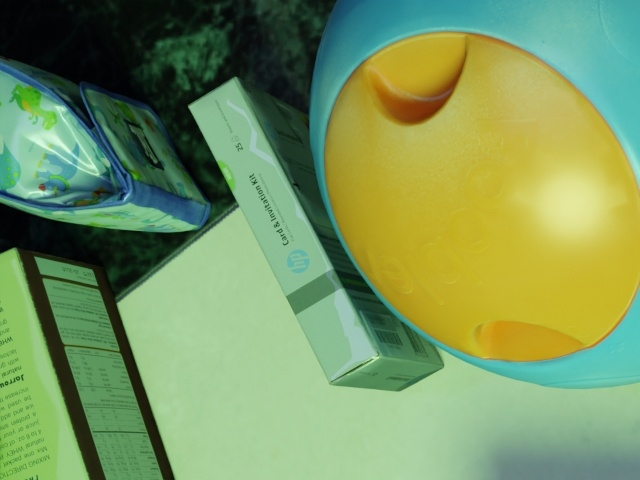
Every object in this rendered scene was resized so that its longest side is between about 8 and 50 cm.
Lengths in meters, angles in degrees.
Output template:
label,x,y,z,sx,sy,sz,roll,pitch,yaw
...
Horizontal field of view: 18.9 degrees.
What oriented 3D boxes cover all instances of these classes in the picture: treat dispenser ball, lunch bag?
label,x,y,z,sx,sy,sz,roll,pitch,yaw
treat dispenser ball,0.138,-0.065,1.033,0.288,0.288,0.288,-2,84,18
lunch bag,-0.154,-0.052,1.214,0.151,0.129,0.096,28,94,20

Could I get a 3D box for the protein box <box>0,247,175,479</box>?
label,x,y,z,sx,sy,sz,roll,pitch,yaw
protein box,-0.217,0.139,1.212,0.199,0.136,0.201,-23,77,14

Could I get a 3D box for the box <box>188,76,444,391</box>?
label,x,y,z,sx,sy,sz,roll,pitch,yaw
box,0.000,0.000,1.148,0.038,0.145,0.186,-30,77,13
